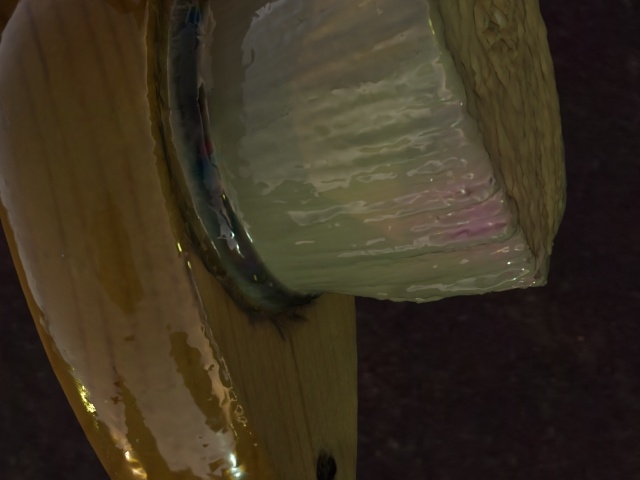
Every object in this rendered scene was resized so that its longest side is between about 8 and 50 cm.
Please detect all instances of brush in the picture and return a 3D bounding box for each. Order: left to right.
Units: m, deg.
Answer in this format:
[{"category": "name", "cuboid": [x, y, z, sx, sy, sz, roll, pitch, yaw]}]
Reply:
[{"category": "brush", "cuboid": [0.000, 0.000, 0.518, 0.166, 0.174, 0.266, -7, 100, 20]}]
